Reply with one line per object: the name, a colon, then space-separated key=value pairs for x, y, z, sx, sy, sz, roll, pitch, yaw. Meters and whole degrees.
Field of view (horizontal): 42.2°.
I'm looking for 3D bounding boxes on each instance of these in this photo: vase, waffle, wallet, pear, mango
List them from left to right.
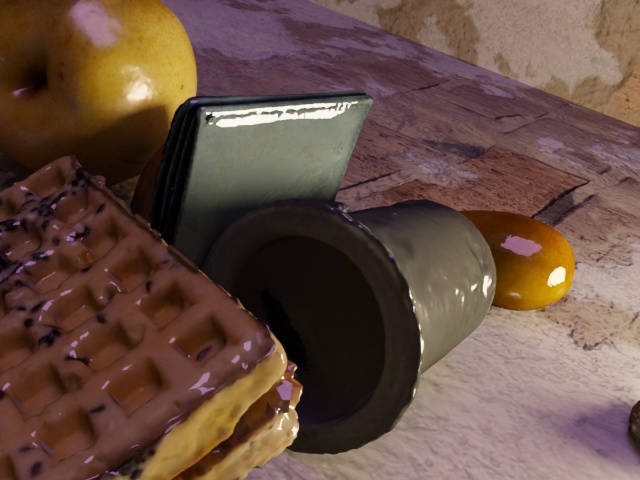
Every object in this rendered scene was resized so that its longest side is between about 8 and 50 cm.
waffle: x=-0.212 y=0.082 z=0.654 sx=0.261 sy=0.114 sz=0.376 roll=-35 pitch=43 yaw=-17
pear: x=-0.319 y=-0.220 z=1.123 sx=0.314 sy=0.314 sz=0.314 roll=12 pitch=26 yaw=-6
wallet: x=-0.073 y=-0.023 z=0.871 sx=0.054 sy=0.290 sz=0.251 roll=35 pitch=31 yaw=29
vase: x=0.057 y=0.057 z=0.861 sx=0.245 sy=0.245 sz=0.291 roll=29 pitch=25 yaw=26
mango: x=0.237 y=0.020 z=1.141 sx=0.221 sy=0.120 sz=0.151 roll=17 pitch=26 yaw=22

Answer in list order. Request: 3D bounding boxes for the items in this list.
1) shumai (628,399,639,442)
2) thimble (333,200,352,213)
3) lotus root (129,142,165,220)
shumai: x=0.420 y=0.196 z=0.933 sx=0.123 sy=0.105 sz=0.139 roll=25 pitch=2 yaw=27
thimble: x=0.001 y=-0.002 z=1.076 sx=0.066 sy=0.104 sz=0.095 roll=19 pitch=-1 yaw=23
lotus root: x=-0.135 y=-0.054 z=1.029 sx=0.188 sy=0.180 sz=0.199 roll=5 pitch=27 yaw=-27
